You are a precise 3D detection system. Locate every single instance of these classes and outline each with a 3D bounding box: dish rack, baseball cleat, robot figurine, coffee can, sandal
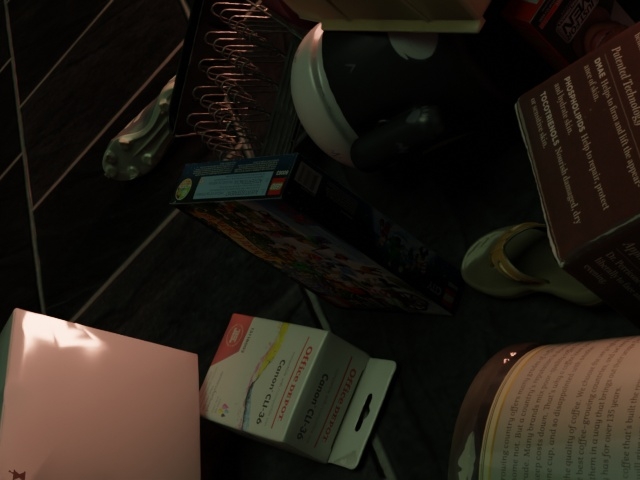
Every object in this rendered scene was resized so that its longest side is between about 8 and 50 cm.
[{"bbox_3d":[-0.097,-0.188,1.282,0.271,0.074,0.208,45,126,53],"label":"dish rack"},{"bbox_3d":[-0.229,-0.164,1.492,0.206,0.072,0.109,-36,18,31],"label":"baseball cleat"},{"bbox_3d":[0.101,-0.174,1.030,0.278,0.209,0.174,-23,87,36],"label":"robot figurine"},{"bbox_3d":[0.241,0.146,0.597,0.275,0.201,0.202,-13,54,43],"label":"coffee can"},{"bbox_3d":[0.182,0.015,0.889,0.180,0.049,0.072,10,70,58],"label":"sandal"}]

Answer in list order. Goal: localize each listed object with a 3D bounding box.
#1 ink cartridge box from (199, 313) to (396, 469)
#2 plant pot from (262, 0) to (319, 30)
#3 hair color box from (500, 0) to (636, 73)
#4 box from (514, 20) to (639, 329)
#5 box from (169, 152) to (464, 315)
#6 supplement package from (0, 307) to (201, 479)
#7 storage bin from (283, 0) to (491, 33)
[{"bbox_3d":[-0.029,0.143,1.018,0.198,0.067,0.115,4,66,50],"label":"ink cartridge box"},{"bbox_3d":[0.045,-0.322,1.199,0.180,0.201,0.201,36,92,38],"label":"plant pot"},{"bbox_3d":[0.227,-0.181,0.911,0.072,0.141,0.043,-55,37,2],"label":"hair color box"},{"bbox_3d":[0.277,-0.054,0.736,0.203,0.168,0.167,-32,42,29],"label":"box"},{"bbox_3d":[0.000,0.000,0.954,0.159,0.233,0.044,-1,62,48],"label":"box"},{"bbox_3d":[-0.264,0.241,1.049,0.263,0.198,0.199,-50,33,37],"label":"supplement package"},{"bbox_3d":[0.080,-0.325,0.921,0.260,0.123,0.262,17,75,52],"label":"storage bin"}]
